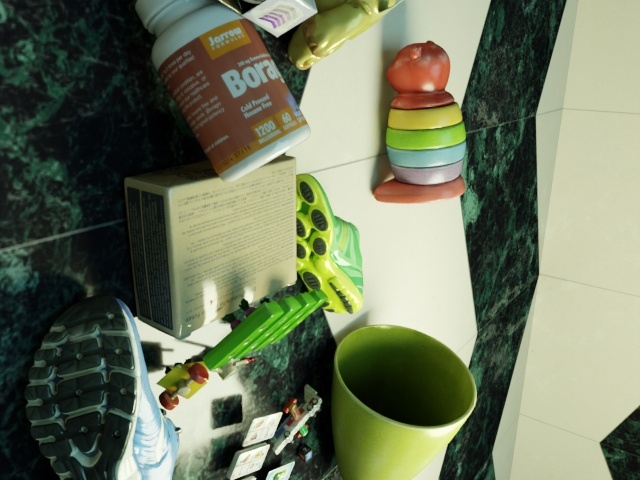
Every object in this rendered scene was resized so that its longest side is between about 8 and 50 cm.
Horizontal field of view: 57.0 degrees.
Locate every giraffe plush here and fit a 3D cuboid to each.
[{"bbox_3d":[0.013,-0.369,0.825,0.181,0.210,0.170,-43,105,-35],"label":"giraffe plush"}]

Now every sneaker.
[{"bbox_3d":[0.000,0.000,0.990,0.123,0.109,0.295,-76,153,-43],"label":"sneaker"},{"bbox_3d":[-0.244,0.224,0.695,0.147,0.129,0.330,-57,144,-83],"label":"sneaker"}]

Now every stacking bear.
[{"bbox_3d":[0.194,-0.231,1.132,0.175,0.164,0.289,-31,121,-47],"label":"stacking bear"}]

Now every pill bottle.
[{"bbox_3d":[-0.112,-0.184,0.666,0.121,0.121,0.216,-39,103,-43],"label":"pill bottle"}]

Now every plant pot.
[{"bbox_3d":[0.132,0.370,1.183,0.275,0.275,0.293,-28,139,-48],"label":"plant pot"}]

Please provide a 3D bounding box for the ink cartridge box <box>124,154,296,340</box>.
[{"bbox_3d":[-0.133,-0.006,0.784,0.234,0.088,0.193,-23,121,-51],"label":"ink cartridge box"}]

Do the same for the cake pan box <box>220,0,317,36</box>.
[{"bbox_3d":[-0.117,-0.363,0.590,0.246,0.070,0.267,9,64,-57],"label":"cake pan box"}]

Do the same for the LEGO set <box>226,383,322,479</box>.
[{"bbox_3d":[-0.083,0.361,1.047,0.244,0.060,0.182,6,109,-55],"label":"LEGO set"}]

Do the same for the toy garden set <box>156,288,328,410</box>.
[{"bbox_3d":[-0.109,0.137,0.832,0.204,0.049,0.244,-42,169,12],"label":"toy garden set"}]
